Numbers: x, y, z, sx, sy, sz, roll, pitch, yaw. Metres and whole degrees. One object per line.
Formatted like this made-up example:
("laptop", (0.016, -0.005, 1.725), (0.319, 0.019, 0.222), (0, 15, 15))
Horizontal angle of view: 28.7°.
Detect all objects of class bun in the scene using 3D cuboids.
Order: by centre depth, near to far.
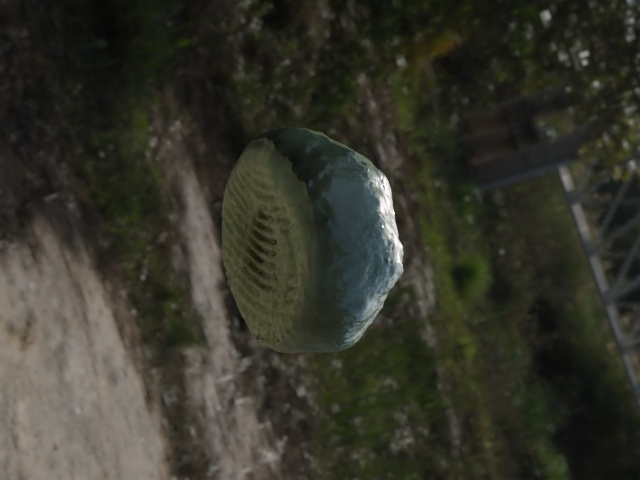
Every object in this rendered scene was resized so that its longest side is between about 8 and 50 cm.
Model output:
("bun", (0.000, 0.000, 1.020), (0.195, 0.118, 0.195), (178, -90, -65))
